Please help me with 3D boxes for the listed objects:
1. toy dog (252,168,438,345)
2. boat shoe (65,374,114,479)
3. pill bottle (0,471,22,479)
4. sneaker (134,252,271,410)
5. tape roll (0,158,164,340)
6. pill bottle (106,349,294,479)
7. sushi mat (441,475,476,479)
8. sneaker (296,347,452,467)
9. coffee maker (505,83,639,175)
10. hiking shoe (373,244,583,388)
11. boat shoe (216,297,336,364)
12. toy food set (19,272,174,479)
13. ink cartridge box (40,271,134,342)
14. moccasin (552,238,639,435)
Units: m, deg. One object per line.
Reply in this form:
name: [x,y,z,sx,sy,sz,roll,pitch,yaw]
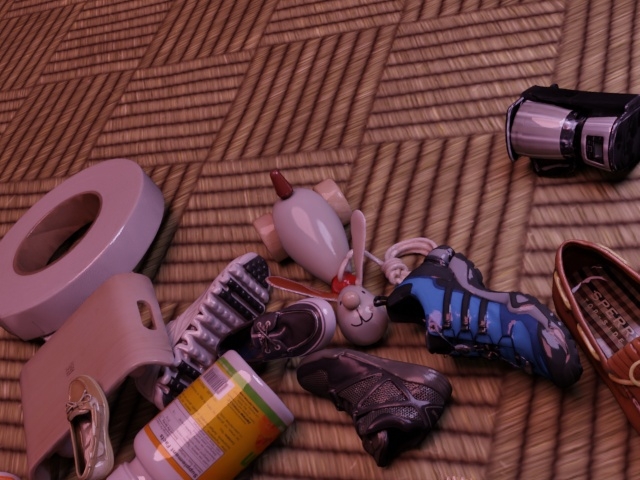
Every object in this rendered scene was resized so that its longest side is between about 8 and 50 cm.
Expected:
toy dog: [0.000,0.000,1.363,0.220,0.161,0.334,-47,45,-14]
boat shoe: [-0.329,0.259,1.243,0.056,0.048,0.152,-24,67,23]
pill bottle: [-0.454,0.445,1.259,0.121,0.121,0.221,-36,43,-3]
sneaker: [-0.187,0.134,1.401,0.118,0.110,0.292,10,57,47]
tape roll: [-0.464,0.007,1.645,0.392,0.072,0.392,-24,36,19]
pill bottle: [-0.168,0.280,1.228,0.246,0.136,0.136,-42,44,-9]
sushi mat: [0.221,0.392,0.925,0.152,0.019,0.316,12,43,-18]
sneaker: [0.050,0.220,1.191,0.228,0.087,0.130,9,51,29]
coffee maker: [0.391,-0.179,1.326,0.178,0.120,0.171,15,60,38]
hiking shoe: [0.208,0.123,1.166,0.132,0.113,0.304,-37,36,-14]
boat shoe: [-0.073,0.137,1.283,0.229,0.076,0.080,-18,83,48]
toy food set: [-0.356,0.217,1.396,0.306,0.092,0.219,-45,39,13]
ink cartridge box: [-0.439,0.112,1.610,0.225,0.056,0.181,12,58,51]
moccasin: [0.395,0.131,1.026,0.139,0.147,0.380,-29,43,5]
